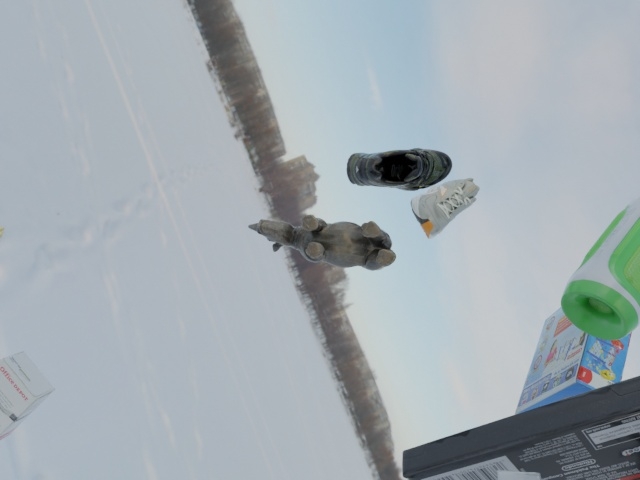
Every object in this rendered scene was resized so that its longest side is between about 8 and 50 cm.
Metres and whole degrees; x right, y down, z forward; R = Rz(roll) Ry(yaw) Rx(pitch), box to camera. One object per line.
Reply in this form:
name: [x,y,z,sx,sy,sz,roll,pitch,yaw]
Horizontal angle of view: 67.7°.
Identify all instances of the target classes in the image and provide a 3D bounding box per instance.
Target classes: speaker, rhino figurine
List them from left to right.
rhino figurine: [0.000,0.000,0.742,0.106,0.243,0.073,31,68,-77]
speaker: [0.551,0.035,0.841,0.131,0.296,0.131,40,-24,22]

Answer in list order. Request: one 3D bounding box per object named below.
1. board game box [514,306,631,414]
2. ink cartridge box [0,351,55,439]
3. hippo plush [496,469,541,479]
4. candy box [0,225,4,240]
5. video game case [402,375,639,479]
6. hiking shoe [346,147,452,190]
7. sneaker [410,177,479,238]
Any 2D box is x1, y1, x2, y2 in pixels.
board game box: [0.610,0.271,1.144,0.086,0.302,0.308,28,-29,12]
ink cartridge box: [-0.634,0.317,0.964,0.109,0.150,0.063,48,6,4]
hippo plush: [0.164,0.260,0.168,0.236,0.234,0.295,130,-44,-71]
candy box: [-0.593,0.026,0.609,0.182,0.088,0.316,25,15,-10]
video game case: [0.269,0.267,0.508,0.248,0.274,0.035,49,27,-21]
hiking shoe: [0.168,-0.129,0.895,0.114,0.226,0.086,-155,-120,-63]
sneaker: [0.296,-0.093,1.100,0.099,0.121,0.262,58,34,-8]
